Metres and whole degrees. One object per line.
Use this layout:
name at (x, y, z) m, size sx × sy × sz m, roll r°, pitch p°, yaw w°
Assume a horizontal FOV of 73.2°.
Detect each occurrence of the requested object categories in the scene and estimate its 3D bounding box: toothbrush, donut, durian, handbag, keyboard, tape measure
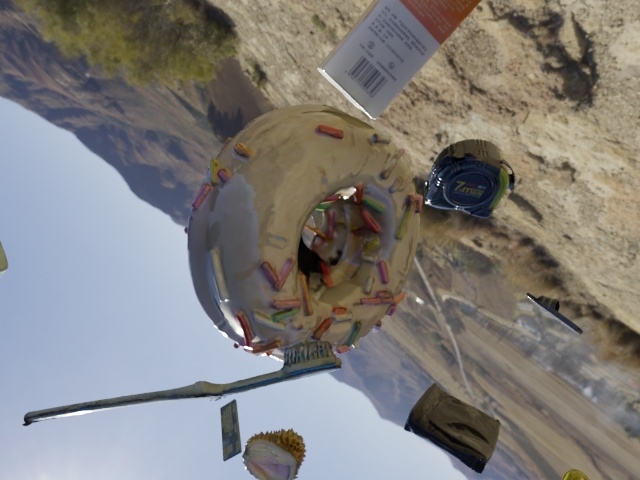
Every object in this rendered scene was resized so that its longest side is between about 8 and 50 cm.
toothbrush at (-0.125, 0.131, 0.372) m, size 0.026 × 0.295 × 0.028 m, roll 65°, pitch -169°, yaw -57°
donut at (0.000, 0.000, 0.612) m, size 0.143 × 0.382 × 0.382 m, roll 19°, pitch 156°, yaw 50°
durian at (-0.153, 0.739, 1.494) m, size 0.183 × 0.250 × 0.138 m, roll 65°, pitch -156°, yaw -24°
handbag at (0.366, 0.514, 1.189) m, size 0.223 × 0.080 × 0.247 m, roll 27°, pitch -163°, yaw 26°
keyboard at (-0.253, 0.527, 1.209) m, size 0.014 × 0.055 × 0.176 m, roll 56°, pitch -176°, yaw -32°
tape measure at (0.360, -0.153, 1.033) m, size 0.199 × 0.112 × 0.186 m, roll 10°, pitch 143°, yaw -4°

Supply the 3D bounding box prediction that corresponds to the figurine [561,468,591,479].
figurine at (0.577, 0.668, 0.899) m, size 0.323 × 0.340 × 0.231 m, roll 56°, pitch 169°, yaw 54°

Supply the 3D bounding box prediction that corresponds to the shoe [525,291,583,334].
shoe at (0.698, 0.202, 1.273) m, size 0.179 × 0.049 × 0.071 m, roll 43°, pitch -175°, yaw 39°

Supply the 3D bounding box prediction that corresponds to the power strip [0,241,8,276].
power strip at (-0.557, 0.016, 0.558) m, size 0.193 × 0.059 × 0.265 m, roll 46°, pitch -170°, yaw 31°

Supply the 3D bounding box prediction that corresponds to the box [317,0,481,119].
box at (0.159, -0.426, 0.855) m, size 0.143 × 0.341 × 0.225 m, roll 40°, pitch -165°, yaw -17°
